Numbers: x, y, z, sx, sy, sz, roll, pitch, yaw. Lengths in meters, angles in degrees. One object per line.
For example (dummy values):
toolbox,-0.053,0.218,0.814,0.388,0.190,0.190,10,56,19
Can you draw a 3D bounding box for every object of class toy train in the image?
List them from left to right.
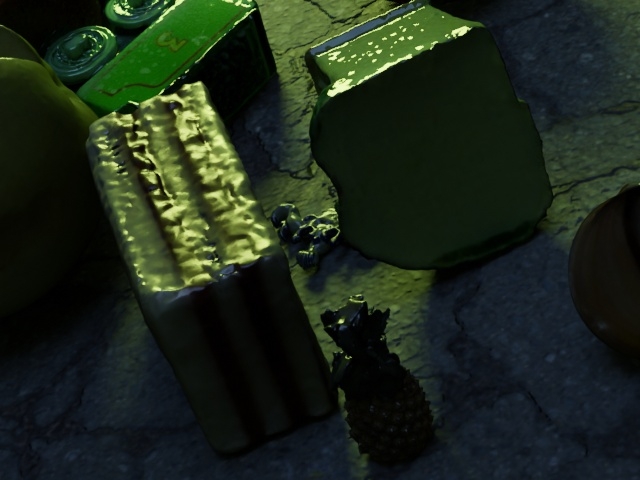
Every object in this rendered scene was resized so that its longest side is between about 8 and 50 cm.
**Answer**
toy train,-0.178,-0.182,1.797,0.188,0.132,0.243,26,59,35

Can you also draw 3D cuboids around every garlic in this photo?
garlic,0.313,0.000,1.299,0.214,0.191,0.160,-6,15,40

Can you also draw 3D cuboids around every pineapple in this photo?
pineapple,0.042,0.105,1.308,0.074,0.159,0.074,-12,42,11

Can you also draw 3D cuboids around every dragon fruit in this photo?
dragon fruit,-0.342,-0.228,1.832,0.130,0.268,0.295,26,32,27

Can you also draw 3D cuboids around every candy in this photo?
candy,-0.101,0.019,1.473,0.135,0.179,0.320,-23,38,-1

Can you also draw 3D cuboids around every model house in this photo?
model house,0.078,-0.095,1.506,0.195,0.214,0.189,-28,28,-1

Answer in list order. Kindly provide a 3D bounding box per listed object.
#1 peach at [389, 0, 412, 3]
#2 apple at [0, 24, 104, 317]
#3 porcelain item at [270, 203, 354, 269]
peach,0.098,-0.354,1.777,0.233,0.232,0.232,-15,39,12
apple,-0.344,-0.071,1.611,0.254,0.292,0.292,-42,38,4
porcelain item,0.000,0.000,1.566,0.136,0.021,0.075,5,46,33
